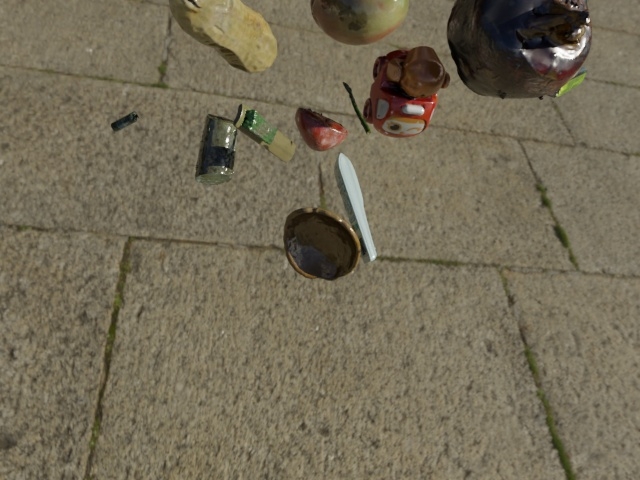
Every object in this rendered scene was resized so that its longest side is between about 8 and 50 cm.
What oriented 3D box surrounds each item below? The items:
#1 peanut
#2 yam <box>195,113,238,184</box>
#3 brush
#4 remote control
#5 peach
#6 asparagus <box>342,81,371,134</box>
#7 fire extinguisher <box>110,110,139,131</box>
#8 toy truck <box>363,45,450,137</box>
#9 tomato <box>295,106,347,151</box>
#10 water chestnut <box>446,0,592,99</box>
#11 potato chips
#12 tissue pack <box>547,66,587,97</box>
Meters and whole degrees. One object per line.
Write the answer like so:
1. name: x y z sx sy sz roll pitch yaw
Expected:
1. peanut: -0.194 -0.444 1.169 0.130 0.130 0.290 49 14 25
2. yam: -0.267 -0.237 1.473 0.107 0.107 0.183 7 91 -11
3. brush: -0.112 -0.234 1.287 0.048 0.282 0.054 24 90 20
4. remote control: 0.093 -0.085 1.502 0.051 0.103 0.294 -15 85 -6
5. peach: 0.116 -0.701 1.673 0.292 0.247 0.292 -15 45 16
6. asparagus: 0.087 -0.320 1.364 0.016 0.016 0.163 -20 66 -1
7. fire extinguisher: -0.482 -0.300 1.413 0.083 0.025 0.038 -19 58 23
8. toy truck: 0.244 -0.401 1.560 0.188 0.265 0.239 4 23 -14
9. tomato: -0.010 -0.298 1.565 0.159 0.091 0.139 17 22 -36
10. water chestnut: 0.479 -0.484 1.284 0.334 0.347 0.336 -1 93 -20
11. potato chips: 0.001 0.000 1.330 0.208 0.195 0.062 46 36 -17
12. tissue pack: 0.663 -0.495 1.667 0.173 0.073 0.235 34 37 24
